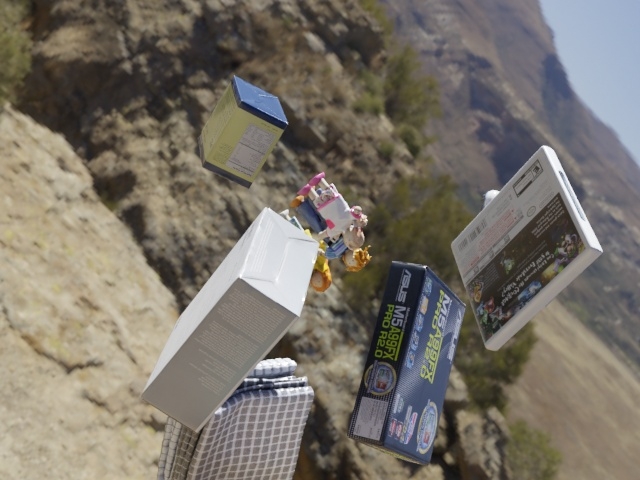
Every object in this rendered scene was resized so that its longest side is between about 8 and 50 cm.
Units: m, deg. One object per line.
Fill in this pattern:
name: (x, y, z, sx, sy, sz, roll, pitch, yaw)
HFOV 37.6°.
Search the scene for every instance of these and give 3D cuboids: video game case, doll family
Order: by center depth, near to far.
video game case: (0.239, 0.010, 1.126, 0.022, 0.190, 0.173, 18, 40, -28)
doll family: (0.000, 0.000, 1.616, 0.163, 0.263, 0.118, 53, 35, 4)

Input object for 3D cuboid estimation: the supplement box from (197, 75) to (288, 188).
supplement box: (-0.083, -0.114, 0.990, 0.056, 0.083, 0.083, 25, 20, -22)

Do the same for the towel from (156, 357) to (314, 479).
towel: (-0.150, 0.355, 1.674, 0.235, 0.283, 0.121, 0, 31, -30)

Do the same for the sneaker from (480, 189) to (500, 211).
sneaker: (0.356, 0.016, 1.693, 0.085, 0.086, 0.237, -2, 70, -50)

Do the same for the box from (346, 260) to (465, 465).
box: (0.137, 0.191, 1.429, 0.060, 0.270, 0.216, 8, -16, 28)

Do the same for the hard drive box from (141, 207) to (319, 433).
hard drive box: (-0.112, 0.099, 1.192, 0.089, 0.232, 0.181, 35, 29, -11)
